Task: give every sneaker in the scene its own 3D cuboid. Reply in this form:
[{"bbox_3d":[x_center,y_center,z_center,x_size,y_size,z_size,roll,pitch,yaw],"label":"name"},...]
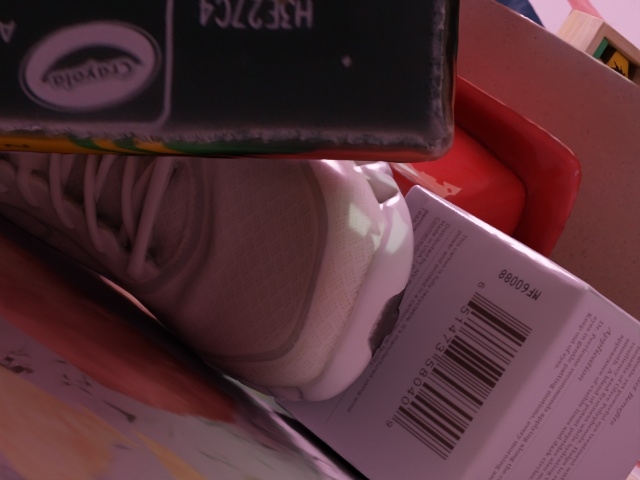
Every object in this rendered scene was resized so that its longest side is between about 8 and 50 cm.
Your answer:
[{"bbox_3d":[-0.079,-0.027,0.684,0.118,0.110,0.292,12,14,-42],"label":"sneaker"}]

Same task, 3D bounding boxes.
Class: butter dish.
[{"bbox_3d":[0.000,0.000,0.762,0.160,0.160,0.118,34,25,18],"label":"butter dish"}]

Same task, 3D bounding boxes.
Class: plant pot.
[{"bbox_3d":[0.101,0.013,0.941,0.284,0.191,0.284,34,2,-2],"label":"plant pot"}]

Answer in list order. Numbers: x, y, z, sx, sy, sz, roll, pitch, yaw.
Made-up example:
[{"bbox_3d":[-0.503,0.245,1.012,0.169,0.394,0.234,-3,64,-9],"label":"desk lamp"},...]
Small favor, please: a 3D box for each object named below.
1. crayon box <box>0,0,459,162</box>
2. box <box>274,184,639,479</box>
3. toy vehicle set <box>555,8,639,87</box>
[{"bbox_3d":[-0.075,-0.065,0.503,0.202,0.081,0.318,2,4,-1],"label":"crayon box"},{"bbox_3d":[0.061,0.053,0.672,0.087,0.101,0.102,31,3,-44],"label":"box"},{"bbox_3d":[0.162,-0.006,1.258,0.166,0.267,0.035,29,4,-38],"label":"toy vehicle set"}]
